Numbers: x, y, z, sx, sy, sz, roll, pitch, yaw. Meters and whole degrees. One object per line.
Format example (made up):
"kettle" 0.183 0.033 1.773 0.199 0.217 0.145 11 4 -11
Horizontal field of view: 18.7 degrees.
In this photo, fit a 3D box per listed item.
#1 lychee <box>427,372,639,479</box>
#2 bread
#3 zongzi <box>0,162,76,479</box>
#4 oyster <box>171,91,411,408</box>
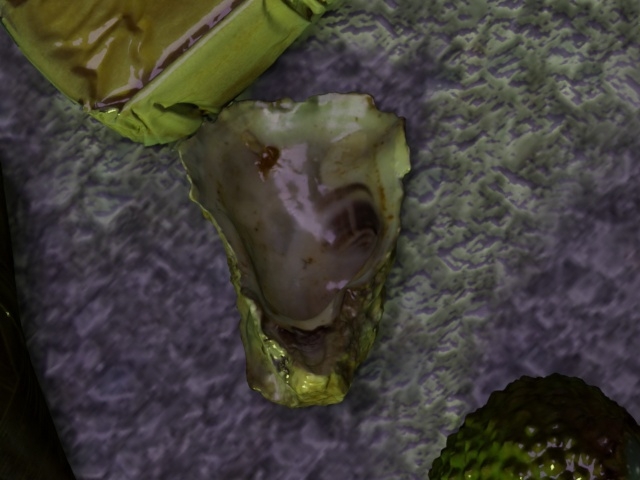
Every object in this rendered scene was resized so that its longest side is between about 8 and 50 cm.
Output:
"lychee" 0.142 0.168 1.250 0.171 0.171 0.171 -1 80 8
"bread" -0.113 -0.184 1.363 0.210 0.110 0.192 -45 72 -1
"zongzi" -0.226 0.048 1.344 0.242 0.112 0.221 24 84 3
"oyster" -0.013 0.009 1.328 0.161 0.107 0.233 -5 65 0
